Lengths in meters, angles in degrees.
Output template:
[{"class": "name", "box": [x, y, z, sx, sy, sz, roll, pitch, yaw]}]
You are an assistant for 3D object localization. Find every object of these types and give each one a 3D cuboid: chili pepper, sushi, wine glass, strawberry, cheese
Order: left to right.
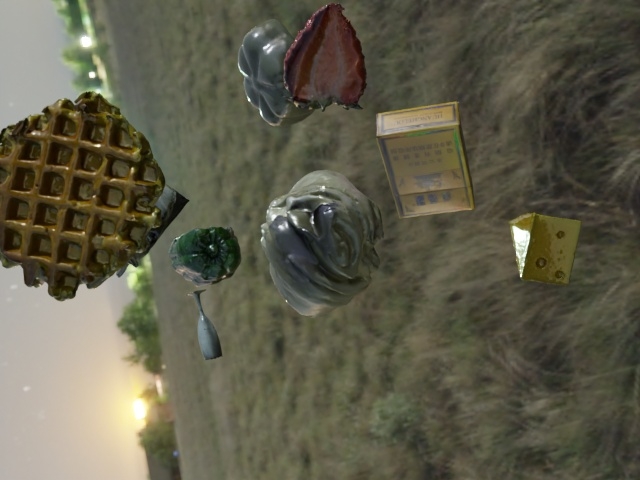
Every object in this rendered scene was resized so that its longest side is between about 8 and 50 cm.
[{"class": "sushi", "box": [-0.469, -0.045, 2.213, 0.109, 0.273, 0.134, 45, 162, -32]}, {"class": "wine glass", "box": [-0.328, 0.241, 2.474, 0.066, 0.066, 0.198, 131, 124, -74]}, {"class": "chili pepper", "box": [-0.339, 0.050, 2.591, 0.385, 0.213, 0.168, 172, 90, -75]}, {"class": "strawberry", "box": [-0.003, -0.359, 1.685, 0.098, 0.174, 0.228, -91, -10, -48]}, {"class": "cheese", "box": [0.418, -0.004, 1.664, 0.171, 0.093, 0.126, -95, 12, -75]}]

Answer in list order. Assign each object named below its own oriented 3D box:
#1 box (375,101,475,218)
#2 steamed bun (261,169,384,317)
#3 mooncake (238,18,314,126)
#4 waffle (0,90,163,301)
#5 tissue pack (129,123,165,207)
[{"class": "box", "box": [0.255, -0.185, 2.089, 0.301, 0.192, 0.084, 68, -160, -49]}, {"class": "steamed bun", "box": [0.000, 0.000, 1.908, 0.206, 0.275, 0.320, 10, -113, -74]}, {"class": "mooncake", "box": [-0.114, -0.422, 2.244, 0.275, 0.135, 0.275, 54, 162, 27]}, {"class": "waffle", "box": [-0.410, -0.073, 1.408, 0.302, 0.325, 0.068, 56, -173, 4]}, {"class": "tissue pack", "box": [-0.390, -0.134, 1.653, 0.178, 0.127, 0.123, 55, 133, 17]}]
